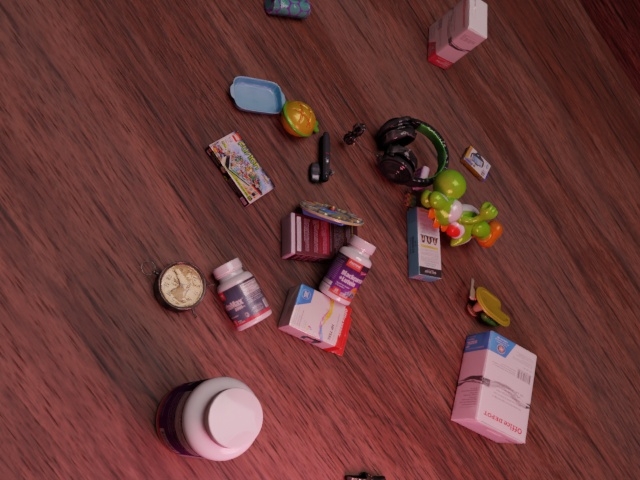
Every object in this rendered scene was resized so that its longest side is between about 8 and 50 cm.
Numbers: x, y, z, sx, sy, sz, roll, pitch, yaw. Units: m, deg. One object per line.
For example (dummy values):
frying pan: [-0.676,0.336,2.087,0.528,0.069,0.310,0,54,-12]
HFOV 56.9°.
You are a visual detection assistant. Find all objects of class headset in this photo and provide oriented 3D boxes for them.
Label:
headset: [0.271,-0.322,2.013,0.394,0.185,0.243,7,71,-18]

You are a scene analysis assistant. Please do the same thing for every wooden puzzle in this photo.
wooden puzzle: [0.317,-0.142,2.092,0.049,0.006,0.083,21,65,-25]

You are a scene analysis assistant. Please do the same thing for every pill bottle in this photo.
pill bottle: [0.084,0.085,1.749,0.108,0.108,0.193,28,92,-21]
pill bottle: [-0.256,0.414,1.375,0.181,0.323,0.182,10,70,-29]
pill bottle: [-0.220,0.145,1.614,0.108,0.108,0.180,-28,89,-34]

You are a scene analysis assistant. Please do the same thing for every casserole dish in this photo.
casserole dish: [-0.201,-0.450,1.858,0.188,0.037,0.114,1,74,-32]

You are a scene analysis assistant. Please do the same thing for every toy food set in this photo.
toy food set: [0.577,0.238,2.100,0.218,0.071,0.128,38,35,-18]

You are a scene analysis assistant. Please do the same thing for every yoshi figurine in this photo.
yoshi figurine: [0.487,-0.123,2.028,0.362,0.203,0.203,27,46,-42]

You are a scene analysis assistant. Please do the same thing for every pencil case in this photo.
pencil case: [-0.110,-0.797,2.006,0.151,0.064,0.070,-3,93,-32]

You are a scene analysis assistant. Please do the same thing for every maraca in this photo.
maraca: [-0.061,-0.390,1.892,0.185,0.099,0.127,-25,91,-60]

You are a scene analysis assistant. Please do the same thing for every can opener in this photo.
can opener: [0.011,-0.270,1.915,0.073,0.059,0.186,18,67,-25]

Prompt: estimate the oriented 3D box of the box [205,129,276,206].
box: [-0.237,-0.215,1.761,0.114,0.036,0.207,-39,96,-34]

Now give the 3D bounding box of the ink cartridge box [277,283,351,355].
ink cartridge box: [0.004,0.237,1.738,0.231,0.078,0.134,28,62,-22]

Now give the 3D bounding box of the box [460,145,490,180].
box: [0.612,-0.296,2.308,0.136,0.028,0.081,40,58,-13]

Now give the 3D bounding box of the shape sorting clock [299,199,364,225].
shape sorting clock: [0.035,-0.085,1.799,0.206,0.206,0.040,8,102,-29]

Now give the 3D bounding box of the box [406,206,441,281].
box: [0.356,0.014,2.033,0.100,0.060,0.244,12,69,-28]

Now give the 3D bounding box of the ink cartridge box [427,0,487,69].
ink cartridge box: [0.531,-0.808,2.294,0.100,0.237,0.172,17,67,-26]

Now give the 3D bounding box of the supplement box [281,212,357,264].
supplement box: [0.000,0.000,1.814,0.239,0.073,0.130,9,71,-28]

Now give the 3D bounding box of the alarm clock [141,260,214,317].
alarm clock: [-0.385,0.113,1.550,0.192,0.064,0.129,36,60,-19]

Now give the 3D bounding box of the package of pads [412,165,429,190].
package of pads: [0.360,-0.223,2.117,0.032,0.050,0.083,29,62,-21]

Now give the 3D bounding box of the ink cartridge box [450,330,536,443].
ink cartridge box: [0.584,0.492,1.977,0.223,0.129,0.307,30,61,-21]

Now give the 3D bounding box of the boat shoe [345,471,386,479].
boat shoe: [0.132,0.686,1.690,0.133,0.049,0.042,5,80,-25]
